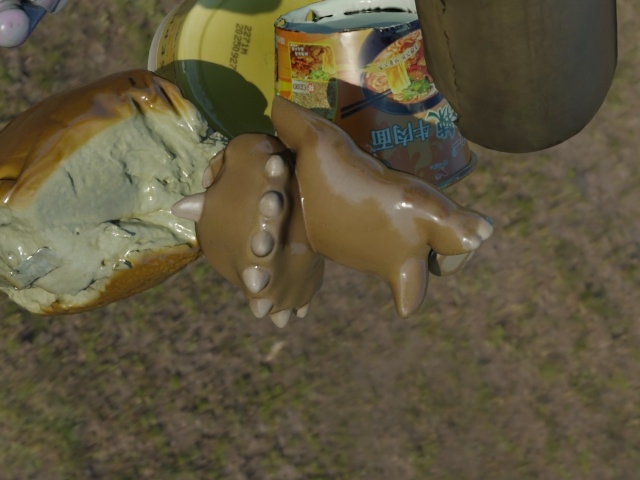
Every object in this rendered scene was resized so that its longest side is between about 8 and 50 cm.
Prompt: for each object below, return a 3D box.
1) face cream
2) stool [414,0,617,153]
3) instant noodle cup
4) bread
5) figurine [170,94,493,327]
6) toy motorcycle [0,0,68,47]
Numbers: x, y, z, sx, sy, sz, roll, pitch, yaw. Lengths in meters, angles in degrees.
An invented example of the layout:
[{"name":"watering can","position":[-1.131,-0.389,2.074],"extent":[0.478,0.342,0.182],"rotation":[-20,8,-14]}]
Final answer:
[{"name":"face cream","position":[-0.084,-0.210,1.693],"extent":[0.218,0.179,0.218],"rotation":[-1,92,-18]},{"name":"stool","position":[-0.014,-0.221,0.350],"extent":[0.310,0.226,0.310],"rotation":[17,73,11]},{"name":"instant noodle cup","position":[0.048,-0.155,1.502],"extent":[0.230,0.230,0.182],"rotation":[-26,119,-42]},{"name":"bread","position":[-0.241,-0.044,1.473],"extent":[0.279,0.250,0.225],"rotation":[-38,104,-26]},{"name":"figurine","position":[-0.003,-0.001,1.227],"extent":[0.247,0.177,0.173],"rotation":[34,80,5]},{"name":"toy motorcycle","position":[-0.236,-0.201,1.055],"extent":[0.073,0.225,0.152],"rotation":[32,53,-40]}]
